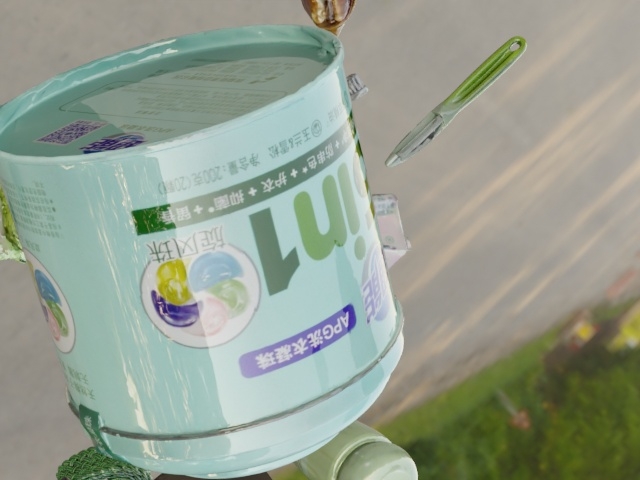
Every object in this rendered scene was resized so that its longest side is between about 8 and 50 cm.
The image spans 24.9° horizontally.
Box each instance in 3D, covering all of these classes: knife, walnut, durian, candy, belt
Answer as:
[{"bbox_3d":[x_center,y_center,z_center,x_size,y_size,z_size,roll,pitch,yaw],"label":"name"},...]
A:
[{"bbox_3d":[0.125,-0.127,1.342,0.184,0.022,0.026,-43,-179,-11],"label":"knife"},{"bbox_3d":[0.007,-0.405,2.186,0.116,0.116,0.207,-35,126,-43],"label":"walnut"},{"bbox_3d":[-0.421,-0.023,2.012,0.375,0.132,0.106,-12,121,-75],"label":"durian"},{"bbox_3d":[0.000,0.000,1.444,0.160,0.073,0.092,-4,160,-26],"label":"candy"},{"bbox_3d":[-0.324,0.370,2.170,0.151,0.079,0.121,-8,132,-6],"label":"belt"}]

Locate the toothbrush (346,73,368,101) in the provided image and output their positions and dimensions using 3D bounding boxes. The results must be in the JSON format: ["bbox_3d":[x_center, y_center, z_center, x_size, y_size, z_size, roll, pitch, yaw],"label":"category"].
[{"bbox_3d":[-0.083,-0.124,1.724,0.321,0.031,0.023,-24,-156,26],"label":"toothbrush"}]

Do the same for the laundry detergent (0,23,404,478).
[{"bbox_3d":[-0.088,0.015,1.163,0.287,0.305,0.287,-12,-158,5],"label":"laundry detergent"}]

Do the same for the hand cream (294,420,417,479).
[{"bbox_3d":[-0.007,0.227,1.662,0.147,0.306,0.093,30,88,-39],"label":"hand cream"}]

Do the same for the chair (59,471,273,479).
[{"bbox_3d":[-0.153,0.375,1.917,0.241,0.203,0.416,-35,155,-10],"label":"chair"}]
